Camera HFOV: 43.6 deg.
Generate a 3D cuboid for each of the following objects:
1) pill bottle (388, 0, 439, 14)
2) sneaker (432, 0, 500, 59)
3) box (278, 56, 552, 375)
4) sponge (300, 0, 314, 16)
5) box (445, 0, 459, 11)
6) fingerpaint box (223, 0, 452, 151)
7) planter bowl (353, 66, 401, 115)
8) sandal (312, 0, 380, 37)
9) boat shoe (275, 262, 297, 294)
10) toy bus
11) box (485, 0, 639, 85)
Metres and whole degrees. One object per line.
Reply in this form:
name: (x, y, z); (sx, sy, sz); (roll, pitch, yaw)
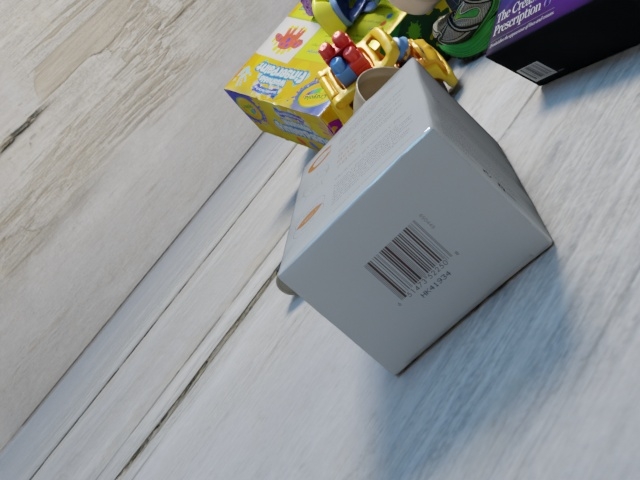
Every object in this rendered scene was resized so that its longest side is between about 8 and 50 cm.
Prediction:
pill bottle: (0.222, -0.547, 1.434); (0.160, 0.160, 0.283); (-57, 7, -34)
sneaker: (0.297, -0.436, 1.424); (0.134, 0.146, 0.343); (-53, 13, -18)
box: (0.096, -0.047, 0.915); (0.215, 0.168, 0.345); (-44, 14, 19)
sponge: (0.003, -0.621, 1.811); (0.031, 0.117, 0.210); (9, 58, 31)
box: (0.284, -0.697, 1.774); (0.312, 0.343, 0.179); (-48, 12, 4)
fingerpaint box: (0.041, -0.389, 1.780); (0.371, 0.163, 0.445); (-51, 35, -9)
planter bowl: (0.124, -0.200, 1.333); (0.162, 0.162, 0.109); (-63, -6, -47)
sandal: (0.064, -0.562, 1.696); (0.138, 0.126, 0.317); (-22, 51, 25)
boat shoe: (0.000, 0.000, 1.294); (0.206, 0.075, 0.065); (-48, 15, 23)
toy bus: (0.101, -0.302, 1.425); (0.220, 0.211, 0.149); (-36, 44, 10)
box: (0.331, -0.321, 0.974); (0.261, 0.103, 0.184); (-14, 56, 68)
